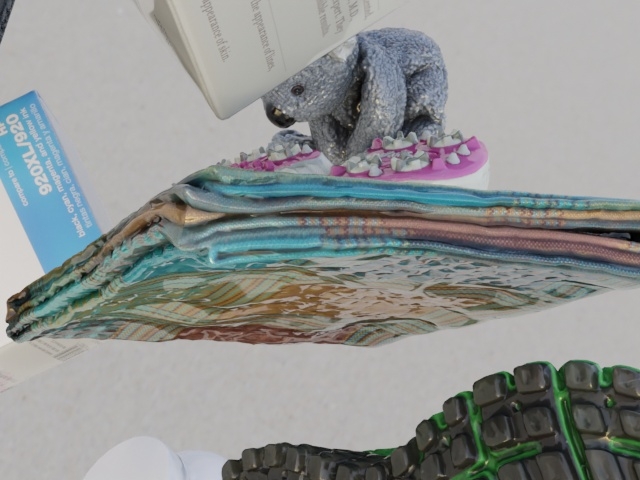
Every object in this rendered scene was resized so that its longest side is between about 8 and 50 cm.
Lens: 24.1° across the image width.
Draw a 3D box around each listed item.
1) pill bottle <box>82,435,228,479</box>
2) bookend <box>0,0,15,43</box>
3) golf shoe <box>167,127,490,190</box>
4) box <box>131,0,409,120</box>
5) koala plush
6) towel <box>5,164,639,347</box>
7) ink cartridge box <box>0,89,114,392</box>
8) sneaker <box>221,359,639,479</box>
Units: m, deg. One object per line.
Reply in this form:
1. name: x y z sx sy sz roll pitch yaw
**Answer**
1. pill bottle: -0.104 0.337 1.526 0.323 0.181 0.181 47 25 -35
2. bookend: -0.287 -0.183 1.006 0.157 0.072 0.156 47 37 -40
3. golf shoe: 0.000 0.000 1.101 0.115 0.306 0.140 -31 111 -40
4. box: -0.053 -0.176 0.592 0.119 0.182 0.181 -35 70 -7
5. koala plush: 0.005 -0.168 1.506 0.221 0.203 0.196 36 -12 -36
6. towel: 0.001 0.026 0.773 0.271 0.370 0.040 3 79 -23
7. ink cartridge box: -0.273 0.026 1.138 0.232 0.171 0.168 -26 81 -4
8. sneaker: 0.093 0.136 0.697 0.146 0.343 0.134 13 73 -39
